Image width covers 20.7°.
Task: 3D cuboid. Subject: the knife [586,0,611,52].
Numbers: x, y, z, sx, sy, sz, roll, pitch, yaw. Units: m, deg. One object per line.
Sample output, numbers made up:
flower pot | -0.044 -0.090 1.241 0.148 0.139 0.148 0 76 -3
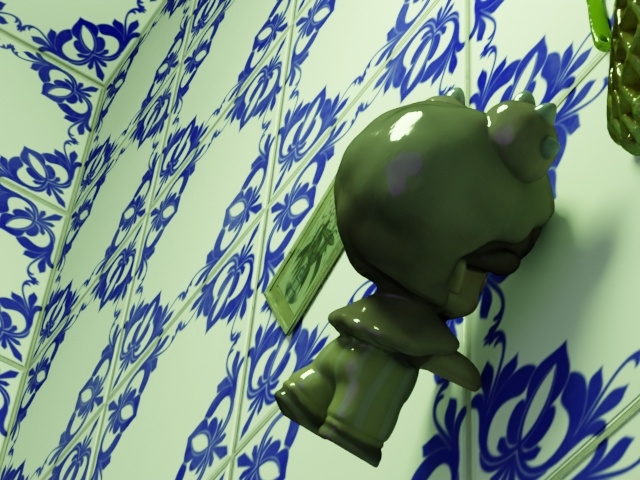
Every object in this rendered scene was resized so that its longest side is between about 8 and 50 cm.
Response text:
knife | 0.287 -0.246 1.822 0.184 0.022 0.026 -87 4 -53

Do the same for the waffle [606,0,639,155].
waffle | 0.281 -0.180 1.520 0.208 0.054 0.214 -4 -83 -86

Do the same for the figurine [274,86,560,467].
figurine | 0.086 0.022 1.684 0.380 0.203 0.248 -64 22 -5

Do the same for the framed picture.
framed picture | 0.000 0.000 2.261 0.231 0.010 0.173 -59 18 7
